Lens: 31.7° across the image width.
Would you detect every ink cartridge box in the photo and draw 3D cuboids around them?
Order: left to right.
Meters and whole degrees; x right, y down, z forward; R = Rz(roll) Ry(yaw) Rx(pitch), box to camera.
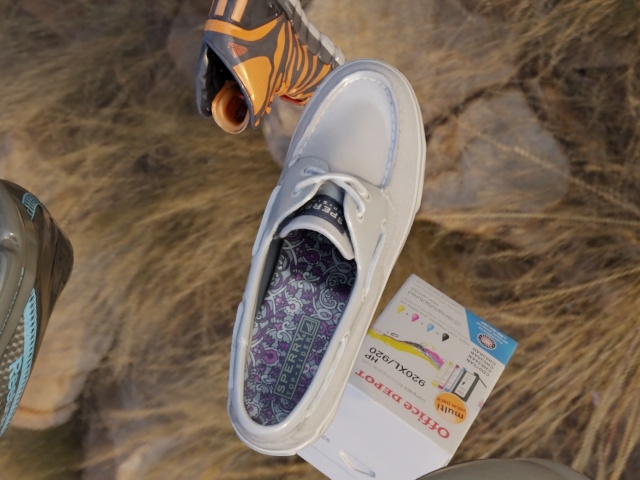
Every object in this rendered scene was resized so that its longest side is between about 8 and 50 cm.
[{"bbox_3d":[0.107,0.198,1.423,0.171,0.232,0.168,34,132,8],"label":"ink cartridge box"}]

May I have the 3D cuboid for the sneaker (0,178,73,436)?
[{"bbox_3d":[-0.217,0.126,0.548,0.125,0.139,0.340,29,89,10],"label":"sneaker"}]

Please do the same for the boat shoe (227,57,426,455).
[{"bbox_3d":[0.000,0.000,0.484,0.066,0.184,0.063,22,168,7],"label":"boat shoe"}]

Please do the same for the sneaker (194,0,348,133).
[{"bbox_3d":[-0.071,-0.201,1.427,0.125,0.321,0.180,13,73,30],"label":"sneaker"}]

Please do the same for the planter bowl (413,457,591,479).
[{"bbox_3d":[0.072,0.187,0.582,0.162,0.109,0.162,-24,58,45],"label":"planter bowl"}]
